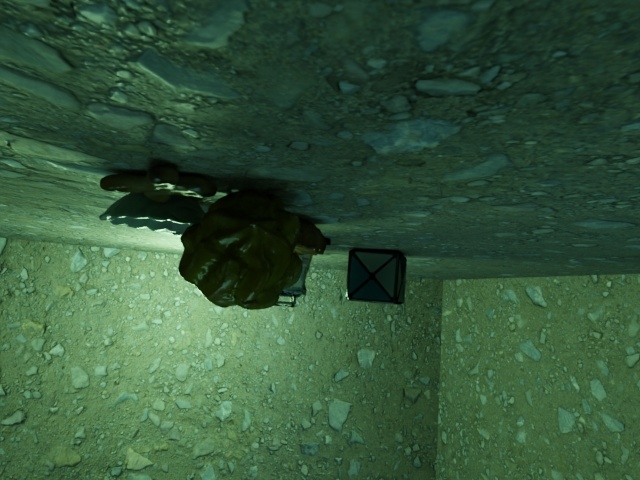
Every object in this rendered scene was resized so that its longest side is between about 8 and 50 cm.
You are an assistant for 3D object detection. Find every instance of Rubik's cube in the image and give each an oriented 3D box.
[{"bbox_3d":[0.274,0.178,2.003,0.248,0.247,0.250,1,172,20],"label":"Rubik's cube"}]

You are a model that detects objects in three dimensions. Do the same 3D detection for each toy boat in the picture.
[{"bbox_3d":[-0.418,-0.073,1.095,0.290,0.100,0.199,12,169,-42],"label":"toy boat"}]

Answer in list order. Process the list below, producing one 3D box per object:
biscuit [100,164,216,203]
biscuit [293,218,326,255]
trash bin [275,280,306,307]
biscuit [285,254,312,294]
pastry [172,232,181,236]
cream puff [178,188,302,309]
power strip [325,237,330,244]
[{"bbox_3d":[-0.349,-0.120,0.902,0.207,0.047,0.164,-1,170,35],"label":"biscuit"},{"bbox_3d":[-0.136,-0.016,1.346,0.325,0.107,0.326,7,170,1],"label":"biscuit"},{"bbox_3d":[-0.220,0.157,2.058,0.255,0.296,0.367,5,178,-15],"label":"trash bin"},{"bbox_3d":[-0.114,0.110,1.802,0.186,0.309,0.079,8,-150,-18],"label":"biscuit"},{"bbox_3d":[-0.418,-0.045,1.371,0.153,0.081,0.153,-2,-176,0],"label":"pastry"},{"bbox_3d":[-0.175,-0.010,0.992,0.291,0.257,0.324,32,-142,12],"label":"cream puff"},{"bbox_3d":[0.000,0.000,1.656,0.037,0.029,0.111,-1,173,32],"label":"power strip"}]
